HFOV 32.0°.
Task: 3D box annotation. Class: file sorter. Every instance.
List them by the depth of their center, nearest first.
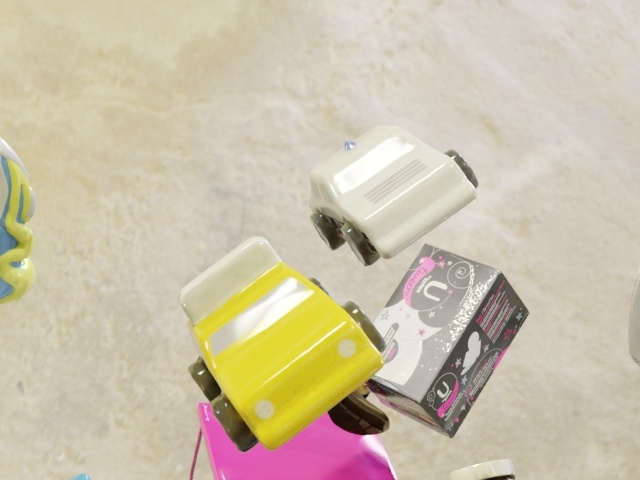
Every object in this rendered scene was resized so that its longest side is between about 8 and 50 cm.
[{"bbox_3d":[-0.055,0.397,1.812,0.290,0.182,0.202,3,31,-19],"label":"file sorter"}]

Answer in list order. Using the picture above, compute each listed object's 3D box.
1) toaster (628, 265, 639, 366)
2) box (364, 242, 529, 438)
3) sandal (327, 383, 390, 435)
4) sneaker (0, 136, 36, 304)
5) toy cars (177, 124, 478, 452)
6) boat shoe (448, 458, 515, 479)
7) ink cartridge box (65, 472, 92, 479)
[{"bbox_3d":[0.417,0.055,1.216,0.129,0.227,0.146,22,49,29],"label":"toaster"},{"bbox_3d":[0.186,0.154,1.769,0.247,0.163,0.142,-55,138,-15],"label":"box"},{"bbox_3d":[0.032,0.233,1.714,0.219,0.090,0.060,40,49,-28],"label":"sandal"},{"bbox_3d":[-0.397,-0.007,1.287,0.091,0.240,0.126,25,43,29],"label":"sneaker"},{"bbox_3d":[0.000,0.000,0.745,0.087,0.176,0.394,56,33,-13],"label":"toy cars"},{"bbox_3d":[0.243,0.379,1.527,0.116,0.324,0.097,-16,65,7],"label":"boat shoe"},{"bbox_3d":[-0.322,0.470,1.349,0.197,0.198,0.270,-25,31,4],"label":"ink cartridge box"}]
